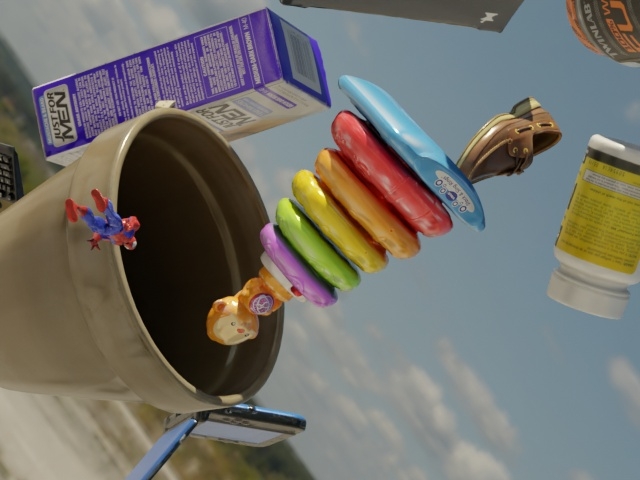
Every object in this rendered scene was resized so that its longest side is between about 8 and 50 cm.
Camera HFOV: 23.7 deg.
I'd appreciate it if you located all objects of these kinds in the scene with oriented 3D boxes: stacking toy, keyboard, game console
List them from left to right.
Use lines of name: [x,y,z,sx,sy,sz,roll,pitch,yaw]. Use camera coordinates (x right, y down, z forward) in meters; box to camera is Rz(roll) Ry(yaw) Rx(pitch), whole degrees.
keyboard: [-0.444,-0.084,1.973,0.180,0.023,0.108,18,-57,41]
game console: [-0.183,0.347,2.351,0.293,0.250,0.173,142,-42,-70]
stacking toy: [0.000,0.000,1.530,0.175,0.302,0.166,44,7,-41]

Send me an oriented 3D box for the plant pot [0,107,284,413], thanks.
plant pot: [-0.239,0.044,1.664,0.323,0.280,0.323,36,47,-52]

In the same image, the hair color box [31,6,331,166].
hair color box: [-0.178,-0.183,1.979,0.185,0.339,0.110,18,58,-69]

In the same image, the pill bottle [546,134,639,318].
pill bottle: [0.358,-0.016,1.883,0.119,0.208,0.119,17,9,-3]

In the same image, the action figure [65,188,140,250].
action figure: [-0.167,-0.011,1.204,0.115,0.038,0.030,46,19,-74]

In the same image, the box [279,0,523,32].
box: [0.104,-0.484,1.848,0.212,0.293,0.395,126,-36,-58]

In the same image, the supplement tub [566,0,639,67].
supplement tub: [0.460,-0.324,1.970,0.193,0.193,0.316,56,-16,-12]

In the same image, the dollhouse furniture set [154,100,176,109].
dollhouse furniture set: [-0.172,-0.093,1.824,0.081,0.091,0.114,15,-46,22]

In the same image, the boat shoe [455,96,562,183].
boat shoe: [0.210,-0.104,1.697,0.060,0.178,0.064,40,-46,16]
